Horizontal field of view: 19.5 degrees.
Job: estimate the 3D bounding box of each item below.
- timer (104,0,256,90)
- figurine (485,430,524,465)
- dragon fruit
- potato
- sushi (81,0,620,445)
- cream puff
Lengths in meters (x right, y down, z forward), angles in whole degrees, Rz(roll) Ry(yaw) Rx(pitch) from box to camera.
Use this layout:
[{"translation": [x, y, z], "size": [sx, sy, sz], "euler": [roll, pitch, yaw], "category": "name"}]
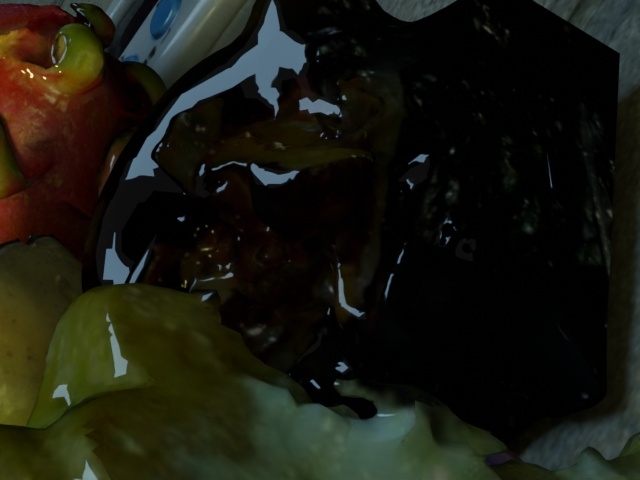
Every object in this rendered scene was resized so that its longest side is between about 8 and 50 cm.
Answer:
[{"translation": [-0.098, -0.201, 1.559], "size": [0.262, 0.087, 0.237], "euler": [-52, 23, 19], "category": "timer"}, {"translation": [0.023, 0.148, 0.803], "size": [0.114, 0.126, 0.157], "euler": [-18, -16, -48], "category": "figurine"}, {"translation": [-0.231, -0.051, 1.439], "size": [0.307, 0.227, 0.243], "euler": [66, -143, -70], "category": "dragon fruit"}, {"translation": [-0.172, 0.097, 1.265], "size": [0.182, 0.117, 0.202], "euler": [-53, -25, -45], "category": "potato"}, {"translation": [-0.001, 0.000, 0.909], "size": [0.227, 0.212, 0.215], "euler": [-40, 30, 44], "category": "sushi"}, {"translation": [-0.009, 0.191, 0.602], "size": [0.274, 0.323, 0.270], "euler": [-75, 3, -57], "category": "cream puff"}]
